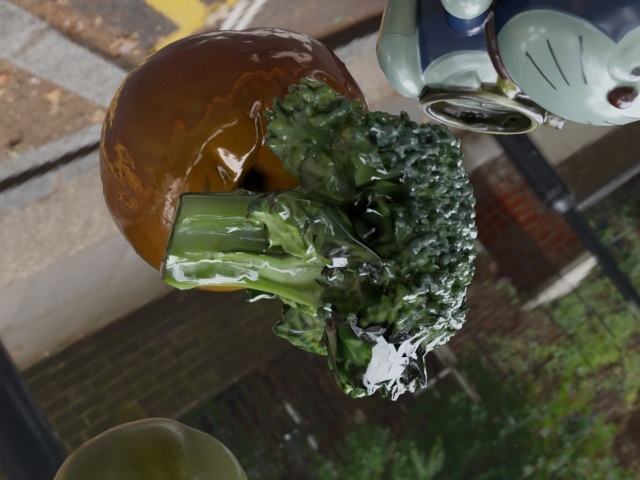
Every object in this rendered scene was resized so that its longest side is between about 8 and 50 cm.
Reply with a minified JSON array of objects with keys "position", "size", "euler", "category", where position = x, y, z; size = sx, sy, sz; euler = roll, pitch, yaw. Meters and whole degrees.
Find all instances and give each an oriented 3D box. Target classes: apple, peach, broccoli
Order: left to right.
[{"position":[-0.208,0.359,1.417],"size":[0.279,0.279,0.279],"euler":[-35,172,-5],"category":"apple"},{"position":[-0.103,-0.103,1.375],"size":[0.343,0.342,0.301],"euler":[-36,-149,3],"category":"peach"},{"position":[0.023,-0.003,1.077],"size":[0.318,0.277,0.338],"euler":[6,-175,-38],"category":"broccoli"}]

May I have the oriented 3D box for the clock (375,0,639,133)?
[{"position":[0.166,-0.157,0.841],"size":[0.243,0.146,0.200],"euler":[0,162,42],"category":"clock"}]
